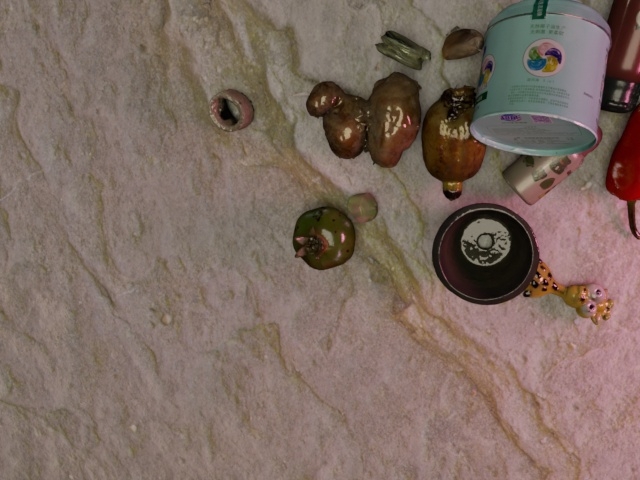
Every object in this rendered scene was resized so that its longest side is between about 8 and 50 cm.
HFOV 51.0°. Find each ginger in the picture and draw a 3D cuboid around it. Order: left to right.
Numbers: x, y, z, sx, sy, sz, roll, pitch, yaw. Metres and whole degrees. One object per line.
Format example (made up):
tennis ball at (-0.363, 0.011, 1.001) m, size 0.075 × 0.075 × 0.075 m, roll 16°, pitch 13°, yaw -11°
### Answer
ginger at (0.112, -0.314, 1.756) m, size 0.303 × 0.155 × 0.245 m, roll 1°, pitch 107°, yaw 11°

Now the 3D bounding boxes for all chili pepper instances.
chili pepper at (0.781, -0.165, 1.668) m, size 0.134 × 0.131 × 0.339 m, roll 30°, pitch 119°, yaw 34°

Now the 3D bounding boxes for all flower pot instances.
flower pot at (0.432, 0.020, 1.770) m, size 0.268 × 0.166 × 0.269 m, roll 3°, pitch 105°, yaw 12°

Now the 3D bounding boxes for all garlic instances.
garlic at (0.369, -0.490, 1.680) m, size 0.066 × 0.152 × 0.084 m, roll 27°, pitch 80°, yaw -35°

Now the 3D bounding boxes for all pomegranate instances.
pomegranate at (0.000, 0.000, 1.831) m, size 0.181 × 0.224 × 0.182 m, roll 5°, pitch 104°, yaw 20°

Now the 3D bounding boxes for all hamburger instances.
hamburger at (0.209, -0.482, 1.701) m, size 0.133 × 0.140 × 0.062 m, roll 42°, pitch 113°, yaw 35°

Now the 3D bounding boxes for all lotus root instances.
lotus root at (0.344, -0.255, 1.731) m, size 0.169 × 0.141 × 0.314 m, roll 8°, pitch 116°, yaw 13°

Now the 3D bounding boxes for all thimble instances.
thimble at (-0.245, -0.360, 1.857) m, size 0.102 × 0.090 × 0.115 m, roll -20°, pitch 102°, yaw 20°

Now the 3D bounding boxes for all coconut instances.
coconut at (0.122, -0.090, 1.857) m, size 0.081 × 0.082 × 0.083 m, roll 3°, pitch 64°, yaw 37°

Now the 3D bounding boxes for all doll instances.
doll at (0.646, 0.134, 1.800) m, size 0.291 × 0.086 × 0.117 m, roll 24°, pitch 79°, yaw 4°

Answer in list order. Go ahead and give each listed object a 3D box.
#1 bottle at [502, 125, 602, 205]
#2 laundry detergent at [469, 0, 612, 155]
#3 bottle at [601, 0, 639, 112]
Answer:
bottle at (0.594, -0.209, 1.701) m, size 0.253 × 0.120 × 0.120 m, roll -41°, pitch 94°, yaw 19°
laundry detergent at (0.512, -0.384, 1.555) m, size 0.287 × 0.287 × 0.305 m, roll 9°, pitch 82°, yaw 9°
bottle at (0.735, -0.471, 1.587) m, size 0.143 × 0.144 × 0.336 m, roll 15°, pitch 108°, yaw 8°
